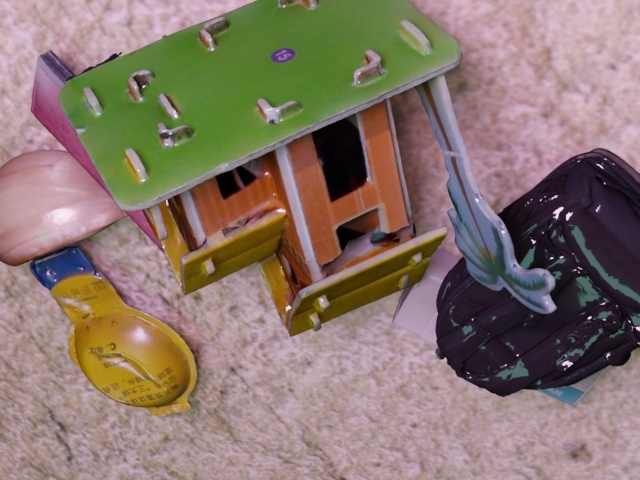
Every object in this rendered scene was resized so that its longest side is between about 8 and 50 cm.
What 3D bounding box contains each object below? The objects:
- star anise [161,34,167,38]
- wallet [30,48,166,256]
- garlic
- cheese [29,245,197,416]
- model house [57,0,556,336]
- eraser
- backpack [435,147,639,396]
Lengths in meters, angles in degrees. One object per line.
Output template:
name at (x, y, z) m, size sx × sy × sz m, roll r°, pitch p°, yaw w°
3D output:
star anise at (-0.124, -0.110, 1.140) m, size 0.230 × 0.081 × 0.262 m, roll 42°, pitch 133°, yaw -3°
wallet at (-0.213, -0.081, 1.160) m, size 0.232 × 0.025 × 0.119 m, roll 47°, pitch 150°, yaw 5°
garlic at (-0.298, -0.032, 1.245) m, size 0.206 × 0.115 × 0.128 m, roll -11°, pitch 118°, yaw 23°
cheese at (-0.251, 0.119, 1.383) m, size 0.177 × 0.069 × 0.270 m, roll -17°, pitch 120°, yaw 30°
model house at (0.000, 0.000, 0.978) m, size 0.300 × 0.340 × 0.324 m, roll -26°, pitch 134°, yaw -11°
eraser at (0.199, 0.095, 1.217) m, size 0.225 × 0.052 × 0.096 m, roll 25°, pitch 134°, yaw -2°
backpack at (0.226, 0.051, 1.094) m, size 0.206 × 0.133 × 0.258 m, roll 42°, pitch 119°, yaw -11°
